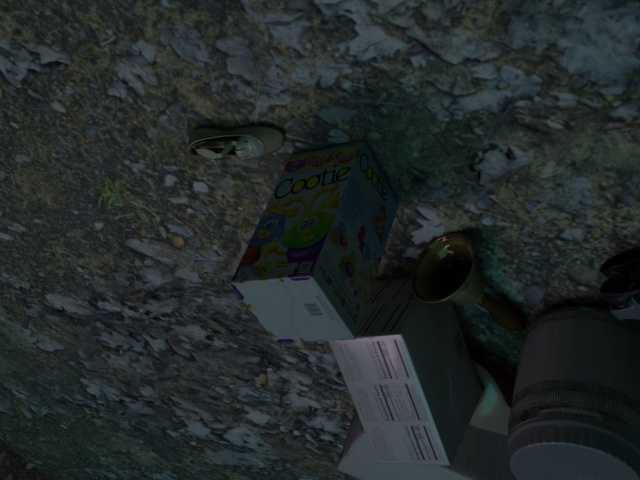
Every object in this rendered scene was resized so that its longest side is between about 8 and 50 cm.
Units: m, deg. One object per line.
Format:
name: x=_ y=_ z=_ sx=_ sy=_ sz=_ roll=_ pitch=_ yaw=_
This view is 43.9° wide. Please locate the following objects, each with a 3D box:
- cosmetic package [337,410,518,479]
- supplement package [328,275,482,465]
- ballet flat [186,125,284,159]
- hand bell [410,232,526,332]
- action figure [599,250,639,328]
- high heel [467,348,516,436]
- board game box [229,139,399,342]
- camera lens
cosmetic package: x=0.252 y=0.468 z=1.724 sx=0.384 sy=0.156 sz=0.217 roll=25 pitch=141 yaw=-1
supplement package: x=0.155 y=0.222 z=1.386 sx=0.145 sy=0.204 sz=0.262 roll=-8 pitch=113 yaw=32
ballet flat: x=-0.137 y=-0.149 z=1.270 sx=0.168 sy=0.052 sz=0.057 roll=2 pitch=137 yaw=23
hand bell: x=0.275 y=0.099 z=1.346 sx=0.126 sy=0.126 sz=0.242 roll=-19 pitch=138 yaw=40
action figure: x=0.532 y=0.153 z=1.213 sx=0.285 sy=0.185 sz=0.099 roll=49 pitch=140 yaw=-16
high heel: x=0.369 y=0.303 z=1.548 sx=0.377 sy=0.181 sz=0.127 roll=45 pitch=124 yaw=6
board game box: x=0.000 y=0.000 z=1.199 sx=0.142 sy=0.275 sz=0.144 roll=-6 pitch=134 yaw=31
camera lens: x=0.428 y=0.263 z=1.301 sx=0.219 sy=0.274 sz=0.219 roll=13 pitch=140 yaw=11
